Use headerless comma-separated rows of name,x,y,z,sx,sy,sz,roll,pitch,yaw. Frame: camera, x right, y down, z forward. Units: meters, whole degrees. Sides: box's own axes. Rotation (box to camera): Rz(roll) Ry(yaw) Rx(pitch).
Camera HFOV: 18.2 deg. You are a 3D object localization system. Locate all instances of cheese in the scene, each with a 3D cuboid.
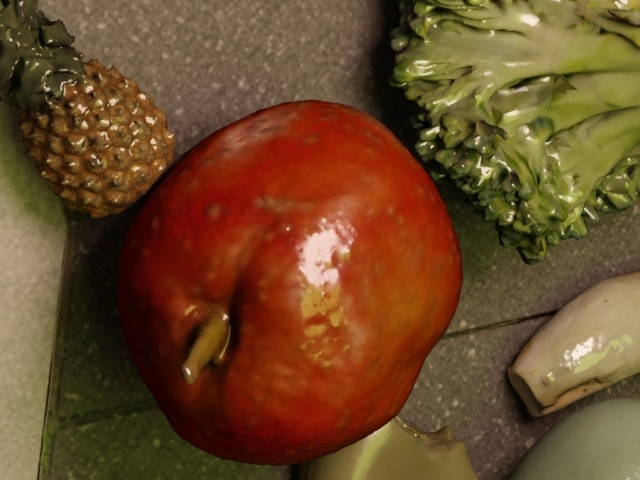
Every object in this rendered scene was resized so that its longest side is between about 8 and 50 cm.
cheese,0.060,0.222,1.820,0.175,0.091,0.202,-39,120,-21

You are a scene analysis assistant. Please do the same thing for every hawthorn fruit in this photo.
hawthorn fruit,-0.038,0.045,1.574,0.330,0.287,0.287,-40,128,-60

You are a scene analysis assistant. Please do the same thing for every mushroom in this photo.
mushroom,0.338,0.084,1.966,0.351,0.095,0.123,-15,127,-27

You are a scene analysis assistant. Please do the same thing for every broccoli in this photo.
broccoli,0.222,-0.157,1.760,0.324,0.272,0.334,-39,121,-66

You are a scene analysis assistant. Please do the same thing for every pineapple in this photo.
pineapple,-0.222,-0.148,1.531,0.130,0.119,0.277,-39,120,3

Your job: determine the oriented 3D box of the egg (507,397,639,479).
egg,0.283,0.339,1.880,0.276,0.276,0.389,-4,104,-32
